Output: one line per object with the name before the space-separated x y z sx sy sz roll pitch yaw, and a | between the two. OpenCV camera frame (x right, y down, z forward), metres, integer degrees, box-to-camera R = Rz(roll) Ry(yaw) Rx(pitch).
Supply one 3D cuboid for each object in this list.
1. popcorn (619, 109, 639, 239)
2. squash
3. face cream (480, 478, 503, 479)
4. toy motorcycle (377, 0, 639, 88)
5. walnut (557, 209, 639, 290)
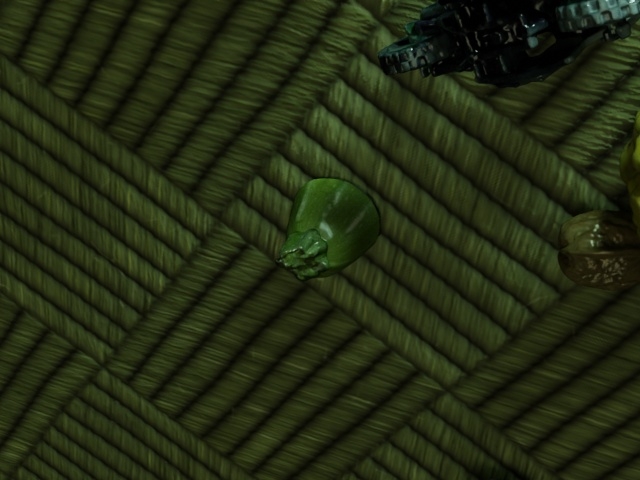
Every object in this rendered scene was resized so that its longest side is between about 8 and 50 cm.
popcorn | 0.343 -0.047 1.038 0.203 0.226 0.200 40 127 39
squash | -0.003 0.008 1.247 0.105 0.132 0.105 11 126 16
face cream | 0.222 0.408 1.486 0.154 0.096 0.274 3 138 16
toy motorcycle | 0.182 -0.198 1.032 0.270 0.159 0.106 -5 113 44
walnut | 0.283 0.009 1.167 0.096 0.082 0.079 0 94 13
